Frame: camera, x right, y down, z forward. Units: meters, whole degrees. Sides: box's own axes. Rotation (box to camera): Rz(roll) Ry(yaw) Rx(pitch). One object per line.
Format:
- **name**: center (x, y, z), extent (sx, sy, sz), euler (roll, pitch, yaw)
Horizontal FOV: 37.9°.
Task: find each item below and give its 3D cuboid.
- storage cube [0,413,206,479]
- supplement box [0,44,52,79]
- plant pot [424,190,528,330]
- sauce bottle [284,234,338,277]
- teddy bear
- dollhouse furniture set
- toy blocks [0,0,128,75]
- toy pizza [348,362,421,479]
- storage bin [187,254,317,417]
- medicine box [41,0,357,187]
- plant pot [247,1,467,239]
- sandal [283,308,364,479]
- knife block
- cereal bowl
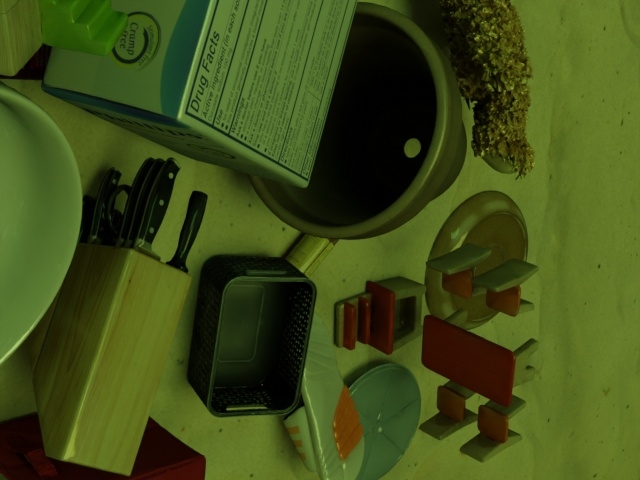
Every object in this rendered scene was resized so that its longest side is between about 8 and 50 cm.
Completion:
- **storage cube**: center (-0.258, 0.304, 1.013), extent (0.193, 0.183, 0.215), euler (-11, 113, -41)
- **supplement box**: center (-0.273, -0.217, 0.863), extent (0.239, 0.073, 0.130), euler (-6, 110, -42)
- **plant pot**: center (0.259, 0.039, 1.481), extent (0.236, 0.032, 0.236), euler (-19, 120, -36)
- **sauce bottle**: center (0.000, 0.000, 1.222), extent (0.128, 0.042, 0.042), euler (-49, 133, -16)
- **teddy bear**: center (0.225, -0.244, 1.199), extent (0.245, 0.113, 0.338), euler (-14, 92, -74)
- **dollhouse furniture set**: center (0.158, 0.142, 1.270), extent (0.135, 0.259, 0.262), euler (-19, 118, -39)
- **toy blocks**: center (-0.325, -0.266, 0.593), extent (0.191, 0.381, 0.261), euler (-74, 173, -49)
- **toy pizza**: center (0.076, 0.278, 1.412), extent (0.201, 0.032, 0.201), euler (-17, 117, -38)
- **storage bin**: center (-0.085, 0.116, 1.142), extent (0.122, 0.084, 0.180), euler (2, 107, -27)
- **medicine box**: center (-0.090, -0.215, 0.888), extent (0.289, 0.149, 0.264), euler (22, 83, -68)
- **plant pot**: center (0.069, -0.129, 1.118), extent (0.229, 0.263, 0.263), euler (4, 105, -62)
- **sandal**: center (-0.011, 0.222, 1.290), extent (0.102, 0.076, 0.265), euler (-23, 101, -51)
- **knife block**: center (-0.190, 0.060, 0.942), extent (0.242, 0.276, 0.088), euler (-42, 137, 18)
- **cereal bowl**: center (-0.374, -0.005, 0.779), extent (0.339, 0.141, 0.339), euler (-39, 149, -29)
